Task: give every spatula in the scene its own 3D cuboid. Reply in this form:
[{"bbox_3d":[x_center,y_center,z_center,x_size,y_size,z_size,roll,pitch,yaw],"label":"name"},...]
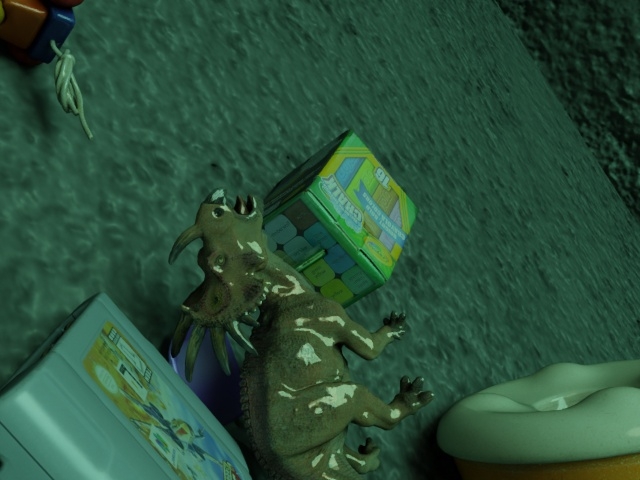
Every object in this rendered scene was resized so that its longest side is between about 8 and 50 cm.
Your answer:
[{"bbox_3d":[-0.044,0.203,0.726,0.296,0.030,0.084,55,31,13],"label":"spatula"}]

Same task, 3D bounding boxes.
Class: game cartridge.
[{"bbox_3d":[-0.114,0.139,0.541,0.198,0.062,0.297,47,-2,-10],"label":"game cartridge"}]

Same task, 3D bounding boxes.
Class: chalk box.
[{"bbox_3d":[0.000,0.000,0.887,0.132,0.132,0.213,49,34,-12],"label":"chalk box"}]

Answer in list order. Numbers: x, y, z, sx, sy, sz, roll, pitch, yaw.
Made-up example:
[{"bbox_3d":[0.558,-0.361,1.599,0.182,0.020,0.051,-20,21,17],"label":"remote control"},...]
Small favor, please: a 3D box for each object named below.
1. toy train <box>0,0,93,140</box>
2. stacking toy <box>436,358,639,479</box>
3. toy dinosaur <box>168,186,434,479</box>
[{"bbox_3d":[-0.287,-0.201,0.715,0.143,0.105,0.248,0,62,-42],"label":"toy train"},{"bbox_3d":[0.344,0.385,0.919,0.351,0.351,0.479,-8,85,-55],"label":"stacking toy"},{"bbox_3d":[-0.028,0.117,0.692,0.200,0.127,0.295,1,63,-39],"label":"toy dinosaur"}]
